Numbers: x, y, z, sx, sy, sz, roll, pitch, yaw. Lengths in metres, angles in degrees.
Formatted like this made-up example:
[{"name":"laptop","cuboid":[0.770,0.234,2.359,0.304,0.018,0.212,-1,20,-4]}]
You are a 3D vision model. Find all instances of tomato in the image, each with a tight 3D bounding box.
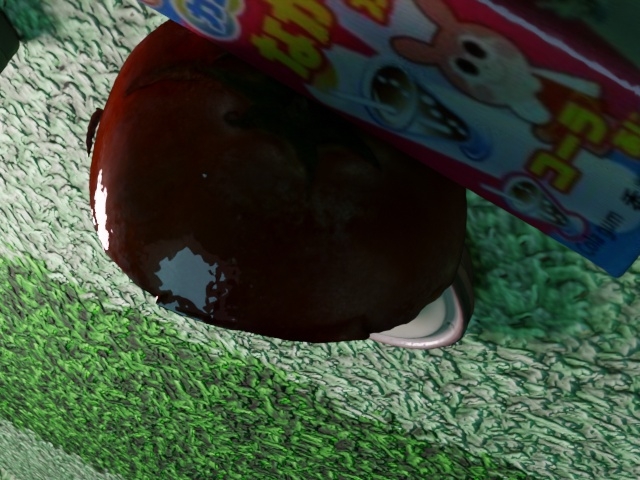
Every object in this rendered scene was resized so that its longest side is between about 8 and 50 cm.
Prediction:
[{"name":"tomato","cuboid":[-0.016,-0.049,0.765,0.225,0.225,0.085,30,135,5]}]

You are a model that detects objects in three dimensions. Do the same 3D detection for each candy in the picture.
[{"name":"candy","cuboid":[0.053,-0.119,0.674,0.305,0.100,0.157,32,157,5]}]

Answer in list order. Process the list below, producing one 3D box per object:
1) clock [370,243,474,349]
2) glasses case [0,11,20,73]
[{"name":"clock","cuboid":[-0.001,0.001,1.023,0.244,0.056,0.244,26,155,13]},{"name":"glasses case","cuboid":[-0.317,-0.175,1.087,0.184,0.039,0.078,17,151,31]}]
